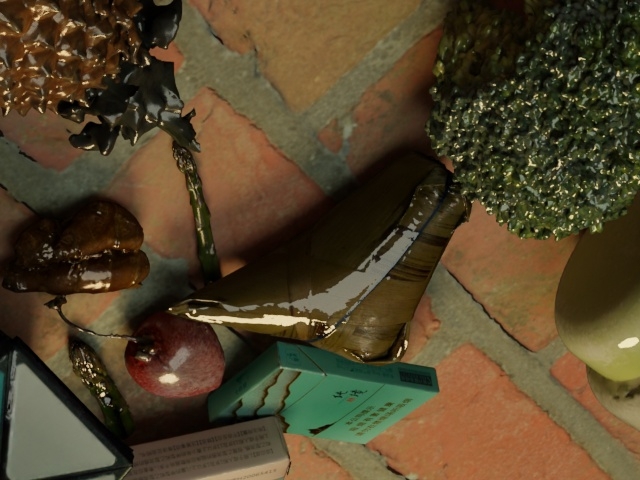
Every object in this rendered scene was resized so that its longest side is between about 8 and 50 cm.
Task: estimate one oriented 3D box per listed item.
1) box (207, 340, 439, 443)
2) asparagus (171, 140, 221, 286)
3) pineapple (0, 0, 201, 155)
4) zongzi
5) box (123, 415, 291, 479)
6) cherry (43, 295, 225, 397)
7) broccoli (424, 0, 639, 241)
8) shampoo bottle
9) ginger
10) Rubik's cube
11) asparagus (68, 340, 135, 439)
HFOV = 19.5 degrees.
[{"bbox_3d":[0.003,0.185,2.218,0.229,0.041,0.162,12,145,-33],"label":"box"},{"bbox_3d":[-0.132,-0.012,2.060,0.024,0.025,0.248,8,133,20],"label":"asparagus"},{"bbox_3d":[-0.236,-0.198,1.766,0.223,0.223,0.357,-44,139,9],"label":"pineapple"},{"bbox_3d":[0.000,0.000,2.077,0.289,0.123,0.260,16,110,-28],"label":"zongzi"},{"bbox_3d":[-0.215,0.316,2.200,0.343,0.065,0.200,-10,145,-19],"label":"box"},{"bbox_3d":[-0.193,0.103,2.077,0.107,0.090,0.225,-36,125,24],"label":"cherry"},{"bbox_3d":[0.244,-0.178,1.981,0.249,0.302,0.375,9,147,-7],"label":"broccoli"},{"bbox_3d":[0.465,0.094,2.225,0.317,0.322,0.322,37,104,-17],"label":"shampoo bottle"},{"bbox_3d":[-0.257,0.013,1.982,0.162,0.073,0.103,-9,126,-19],"label":"ginger"},{"bbox_3d":[-0.384,0.211,1.915,0.246,0.250,0.248,-51,130,-12],"label":"Rubik's cube"},{"bbox_3d":[-0.252,0.168,2.130,0.036,0.030,0.165,-22,132,4],"label":"asparagus"}]
